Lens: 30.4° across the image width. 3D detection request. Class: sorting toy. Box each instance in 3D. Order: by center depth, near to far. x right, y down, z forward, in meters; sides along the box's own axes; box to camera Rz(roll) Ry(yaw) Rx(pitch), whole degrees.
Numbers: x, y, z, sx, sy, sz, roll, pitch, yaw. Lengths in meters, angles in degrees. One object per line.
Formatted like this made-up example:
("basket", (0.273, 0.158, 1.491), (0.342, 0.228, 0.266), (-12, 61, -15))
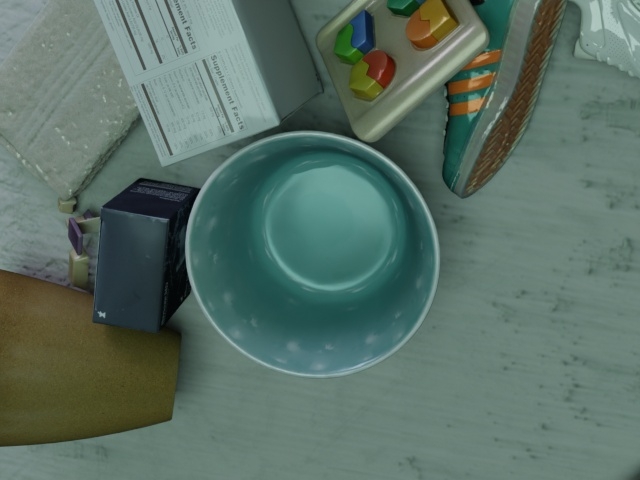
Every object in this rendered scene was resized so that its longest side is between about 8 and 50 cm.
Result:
("sorting toy", (0.086, -0.241, 1.389), (0.193, 0.208, 0.038), (-40, 134, 18))

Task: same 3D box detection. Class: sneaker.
("sneaker", (0.362, -0.234, 1.394), (0.115, 0.090, 0.232), (-35, 89, 24))
("sneaker", (0.196, -0.201, 1.426), (0.121, 0.108, 0.302), (34, 121, 28))

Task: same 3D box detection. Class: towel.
("towel", (-0.315, -0.201, 1.527), (0.187, 0.049, 0.282), (44, 115, -3))

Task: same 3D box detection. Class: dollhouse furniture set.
("dollhouse furniture set", (-0.310, 0.000, 1.618), (0.081, 0.091, 0.114), (-12, 136, -27))

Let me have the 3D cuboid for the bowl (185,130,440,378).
("bowl", (0.000, 0.000, 1.479), (0.312, 0.163, 0.311), (3, 107, 9))

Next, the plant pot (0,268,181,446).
("plant pot", (-0.318, 0.170, 1.570), (0.254, 0.237, 0.237), (7, 108, -6))

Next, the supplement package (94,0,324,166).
("supplement package", (-0.118, -0.223, 1.357), (0.145, 0.262, 0.204), (-19, 100, 15))

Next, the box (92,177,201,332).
("box", (-0.224, 0.017, 1.527), (0.093, 0.158, 0.156), (10, 108, 7))
